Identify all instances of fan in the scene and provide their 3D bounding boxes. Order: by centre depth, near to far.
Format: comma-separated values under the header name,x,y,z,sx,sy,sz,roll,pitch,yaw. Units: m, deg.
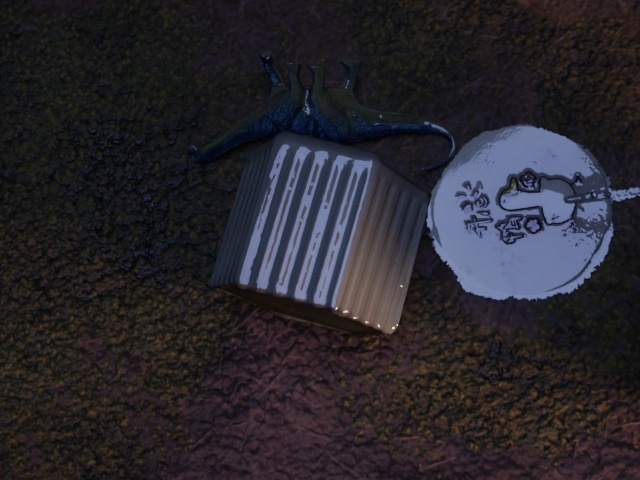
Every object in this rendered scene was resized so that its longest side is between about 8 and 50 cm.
name,x,y,z,sx,sy,sz,roll,pitch,yaw
fan,0.338,-0.054,1.283,0.414,0.012,0.233,-11,77,5

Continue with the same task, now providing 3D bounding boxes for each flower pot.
name,x,y,z,sx,sy,sz,roll,pitch,yaw
flower pot,0.000,0.000,1.220,0.209,0.239,0.190,7,75,40

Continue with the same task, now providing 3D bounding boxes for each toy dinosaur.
name,x,y,z,sx,sy,sz,roll,pitch,yaw
toy dinosaur,-0.004,-0.172,1.334,0.362,0.076,0.147,0,113,5
